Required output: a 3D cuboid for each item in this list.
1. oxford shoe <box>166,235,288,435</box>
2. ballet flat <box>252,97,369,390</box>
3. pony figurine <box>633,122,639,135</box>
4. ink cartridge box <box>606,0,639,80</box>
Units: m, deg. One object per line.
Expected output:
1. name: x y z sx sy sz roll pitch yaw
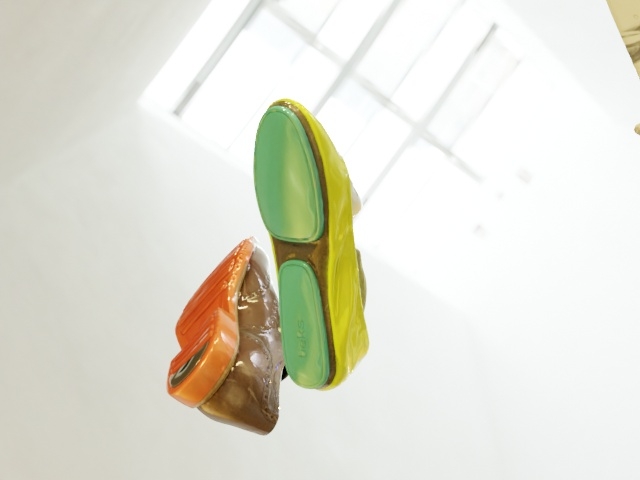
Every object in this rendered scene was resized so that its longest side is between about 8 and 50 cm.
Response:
1. oxford shoe: -0.071 0.087 1.346 0.098 0.271 0.097 37 -65 -14
2. ballet flat: 0.000 0.000 1.124 0.077 0.077 0.231 -22 -68 -43
3. pony figurine: 0.469 -0.029 1.173 0.351 0.363 0.303 -23 12 15
4. ink cartridge box: 0.290 -0.195 0.923 0.223 0.129 0.307 -29 -81 -28
